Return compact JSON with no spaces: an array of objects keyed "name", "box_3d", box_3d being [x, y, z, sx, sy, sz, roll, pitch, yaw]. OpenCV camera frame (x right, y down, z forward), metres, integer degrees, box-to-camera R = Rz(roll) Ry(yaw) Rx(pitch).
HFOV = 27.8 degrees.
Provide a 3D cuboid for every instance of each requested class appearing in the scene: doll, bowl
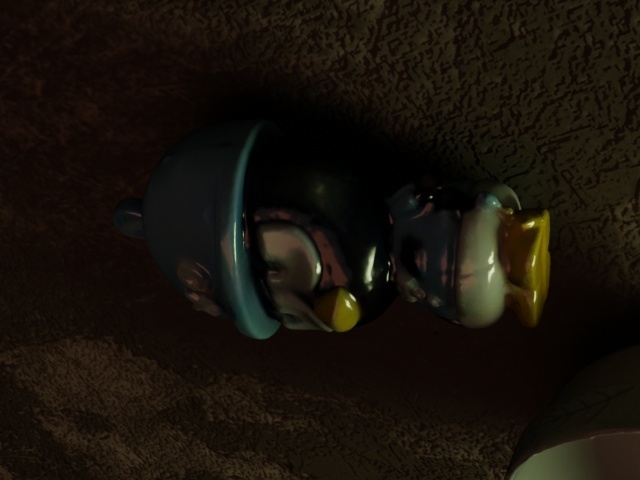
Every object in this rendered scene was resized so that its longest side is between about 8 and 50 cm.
[{"name":"doll","box_3d":[0.000,0.000,0.902,0.314,0.141,0.177,7,143,18]},{"name":"bowl","box_3d":[0.285,0.171,0.938,0.287,0.144,0.287,16,142,13]}]
